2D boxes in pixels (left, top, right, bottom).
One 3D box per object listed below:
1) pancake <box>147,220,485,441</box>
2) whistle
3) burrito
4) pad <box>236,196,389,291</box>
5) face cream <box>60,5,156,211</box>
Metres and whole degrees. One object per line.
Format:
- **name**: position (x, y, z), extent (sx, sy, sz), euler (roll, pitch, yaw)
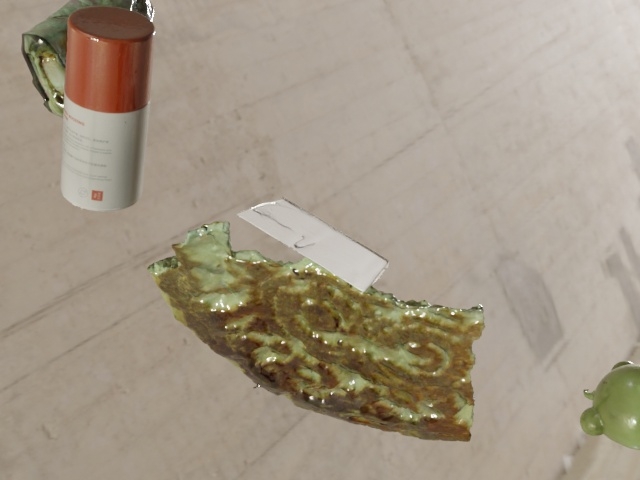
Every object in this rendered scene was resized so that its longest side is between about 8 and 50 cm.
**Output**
- **pancake**: position (0.003, 0.107, 1.094), extent (0.427, 0.305, 0.067), euler (19, -131, 2)
- **whistle**: position (0.377, 0.187, 0.963), extent (0.105, 0.227, 0.085), euler (-46, -46, -31)
- **burrito**: position (-0.302, -0.273, 1.276), extent (0.229, 0.089, 0.144), euler (-59, -35, -40)
- **pad**: position (0.000, 0.000, 1.031), extent (0.156, 0.004, 0.232), euler (31, -169, 5)
- **face cream**: position (-0.241, -0.146, 1.057), extent (0.096, 0.096, 0.214), euler (-46, -25, -52)
